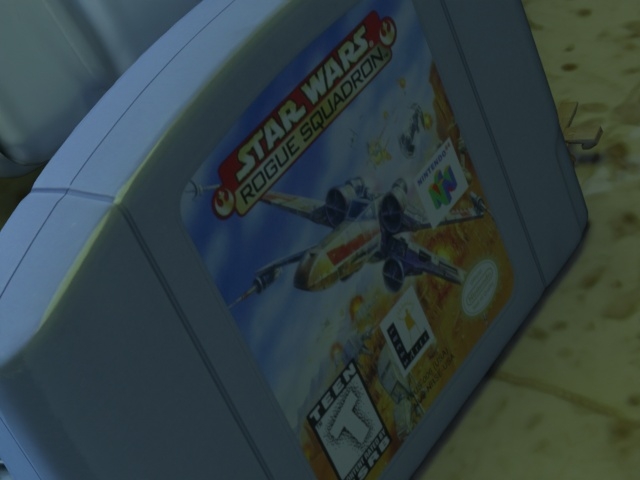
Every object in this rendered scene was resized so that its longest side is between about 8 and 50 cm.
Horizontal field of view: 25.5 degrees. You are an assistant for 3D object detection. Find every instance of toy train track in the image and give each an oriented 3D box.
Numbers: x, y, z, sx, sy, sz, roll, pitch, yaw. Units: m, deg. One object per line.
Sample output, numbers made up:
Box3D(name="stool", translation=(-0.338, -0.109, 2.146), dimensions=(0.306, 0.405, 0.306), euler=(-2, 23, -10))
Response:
Box3D(name="toy train track", translation=(0.104, -0.048, 0.713), dimensions=(0.083, 0.014, 0.048), euler=(1, 47, 38))

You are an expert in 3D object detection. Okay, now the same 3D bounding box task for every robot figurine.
Box3D(name="robot figurine", translation=(-0.062, -0.173, 0.807), dimensions=(0.353, 0.199, 0.300), euler=(-35, 12, -18))

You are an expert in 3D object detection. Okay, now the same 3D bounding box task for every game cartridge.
Box3D(name="game cartridge", translation=(0.000, 0.000, 0.539), dimensions=(0.062, 0.198, 0.297), euler=(11, 46, 38))

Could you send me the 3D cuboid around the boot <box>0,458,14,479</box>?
Box3D(name="boot", translation=(-0.183, 0.066, 0.596), dimensions=(0.209, 0.189, 0.076), euler=(-7, -2, 32))
